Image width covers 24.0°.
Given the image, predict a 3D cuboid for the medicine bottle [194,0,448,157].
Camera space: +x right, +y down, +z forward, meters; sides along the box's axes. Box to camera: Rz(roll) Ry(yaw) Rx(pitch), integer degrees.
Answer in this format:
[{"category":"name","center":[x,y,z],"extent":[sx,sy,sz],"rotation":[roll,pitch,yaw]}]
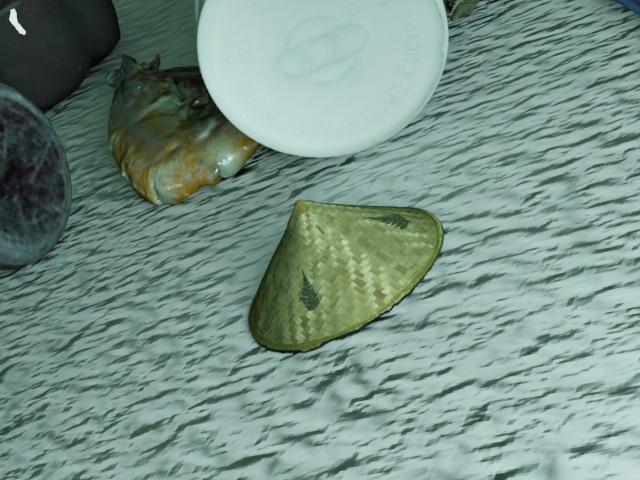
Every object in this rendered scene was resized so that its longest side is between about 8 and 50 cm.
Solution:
[{"category":"medicine bottle","center":[-0.007,-0.211,1.212],"extent":[0.190,0.190,0.332],"rotation":[-27,26,10]}]

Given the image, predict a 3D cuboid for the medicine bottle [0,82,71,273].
[{"category":"medicine bottle","center":[-0.366,-0.029,1.315],"extent":[0.273,0.165,0.165],"rotation":[-16,30,30]}]

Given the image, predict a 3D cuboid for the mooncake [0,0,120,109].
[{"category":"mooncake","center":[-0.338,-0.220,1.657],"extent":[0.245,0.133,0.245],"rotation":[-25,27,14]}]

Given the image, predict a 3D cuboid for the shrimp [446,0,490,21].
[{"category":"shrimp","center":[0.188,-0.267,1.259],"extent":[0.169,0.058,0.296],"rotation":[-13,28,30]}]

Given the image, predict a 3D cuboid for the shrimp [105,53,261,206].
[{"category":"shrimp","center":[-0.119,-0.125,1.338],"extent":[0.164,0.062,0.317],"rotation":[-30,30,-5]}]

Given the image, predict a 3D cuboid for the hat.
[{"category":"hat","center":[0.000,0.000,0.972],"extent":[0.146,0.067,0.146],"rotation":[-25,27,14]}]

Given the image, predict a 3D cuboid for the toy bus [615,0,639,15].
[{"category":"toy bus","center":[0.235,-0.237,1.056],"extent":[0.125,0.133,0.292],"rotation":[-32,26,1]}]
